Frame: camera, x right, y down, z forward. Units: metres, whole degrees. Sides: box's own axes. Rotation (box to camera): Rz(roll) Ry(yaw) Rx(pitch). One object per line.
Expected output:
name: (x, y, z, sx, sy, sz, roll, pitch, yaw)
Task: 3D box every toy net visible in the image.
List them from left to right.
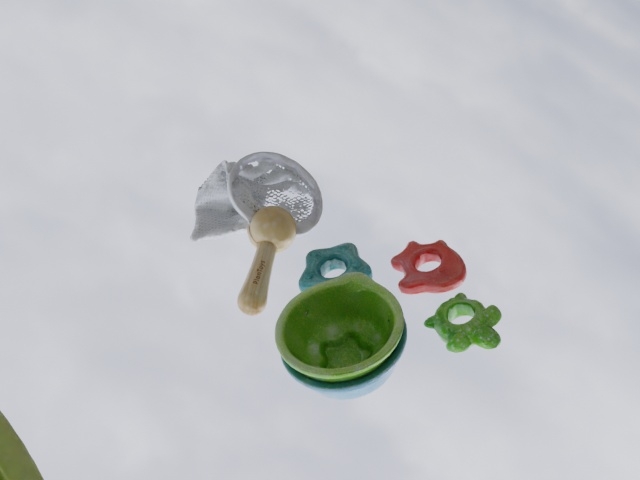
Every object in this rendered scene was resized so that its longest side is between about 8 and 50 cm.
toy net: (0.000, 0.000, 0.848, 0.232, 0.122, 0.045, 51, 164, 44)

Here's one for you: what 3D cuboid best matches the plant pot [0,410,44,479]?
plant pot: (-0.233, 0.168, 0.510, 0.276, 0.254, 0.276, 6, -112, -16)
